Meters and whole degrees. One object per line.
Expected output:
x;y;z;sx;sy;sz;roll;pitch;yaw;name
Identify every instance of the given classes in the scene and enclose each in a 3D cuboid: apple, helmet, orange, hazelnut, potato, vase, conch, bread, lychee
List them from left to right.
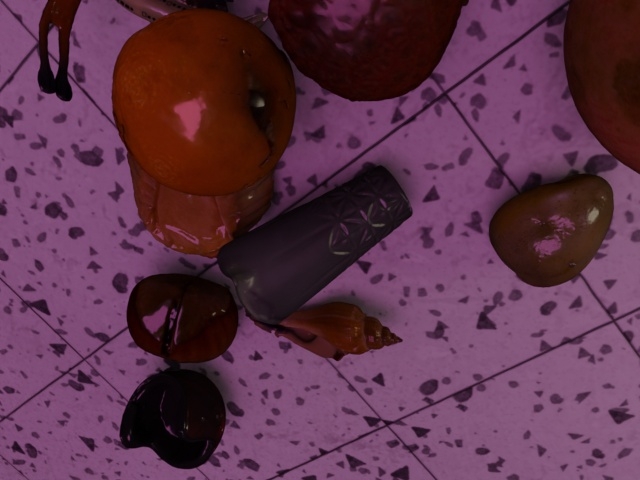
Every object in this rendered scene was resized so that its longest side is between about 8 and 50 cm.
-0.298;0.372;1.228;0.189;0.193;0.215;-14;101;23;helmet
-0.267;0.159;1.125;0.212;0.181;0.180;14;99;-5;hazelnut
-0.209;-0.107;0.995;0.274;0.149;0.274;4;122;6;bread
-0.149;-0.179;0.782;0.246;0.246;0.246;6;117;11;orange
0.000;0.000;0.964;0.301;0.251;0.156;-33;81;0;vase
0.002;0.159;1.118;0.331;0.093;0.109;10;138;32;conch
0.075;-0.315;0.776;0.255;0.300;0.255;7;100;44;lychee
0.364;-0.021;0.907;0.157;0.157;0.194;43;105;-9;potato
0.467;-0.234;0.659;0.364;0.364;0.363;6;117;11;apple

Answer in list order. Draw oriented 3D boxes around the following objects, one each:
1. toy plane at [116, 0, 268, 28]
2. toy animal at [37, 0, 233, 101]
-0.207;-0.338;0.900;0.244;0.092;0.228;25;107;8;toy plane
-0.318;-0.396;0.838;0.284;0.225;0.302;-37;60;21;toy animal
